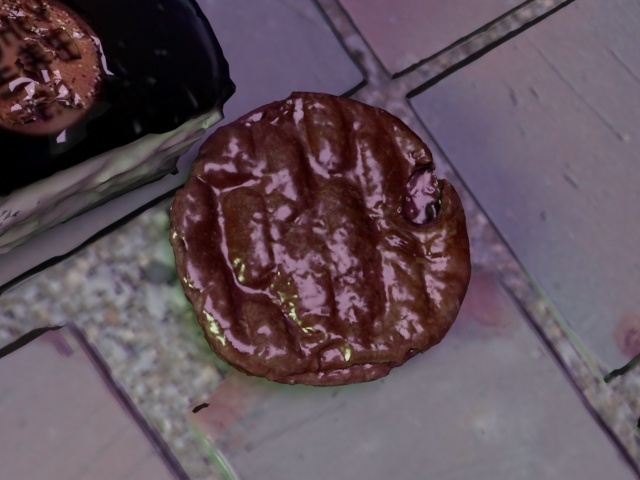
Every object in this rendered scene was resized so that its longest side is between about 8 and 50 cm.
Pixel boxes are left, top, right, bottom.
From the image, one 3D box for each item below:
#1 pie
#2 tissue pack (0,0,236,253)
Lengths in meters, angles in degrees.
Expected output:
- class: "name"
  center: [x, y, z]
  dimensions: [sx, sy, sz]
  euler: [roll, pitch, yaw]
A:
- class: "pie"
  center: [0.000, 0.000, 0.666]
  dimensions: [0.154, 0.038, 0.153]
  euler: [7, 69, -18]
- class: "tissue pack"
  center: [-0.213, -0.141, 0.578]
  dimensions: [0.245, 0.123, 0.332]
  euler: [-26, 83, -31]
